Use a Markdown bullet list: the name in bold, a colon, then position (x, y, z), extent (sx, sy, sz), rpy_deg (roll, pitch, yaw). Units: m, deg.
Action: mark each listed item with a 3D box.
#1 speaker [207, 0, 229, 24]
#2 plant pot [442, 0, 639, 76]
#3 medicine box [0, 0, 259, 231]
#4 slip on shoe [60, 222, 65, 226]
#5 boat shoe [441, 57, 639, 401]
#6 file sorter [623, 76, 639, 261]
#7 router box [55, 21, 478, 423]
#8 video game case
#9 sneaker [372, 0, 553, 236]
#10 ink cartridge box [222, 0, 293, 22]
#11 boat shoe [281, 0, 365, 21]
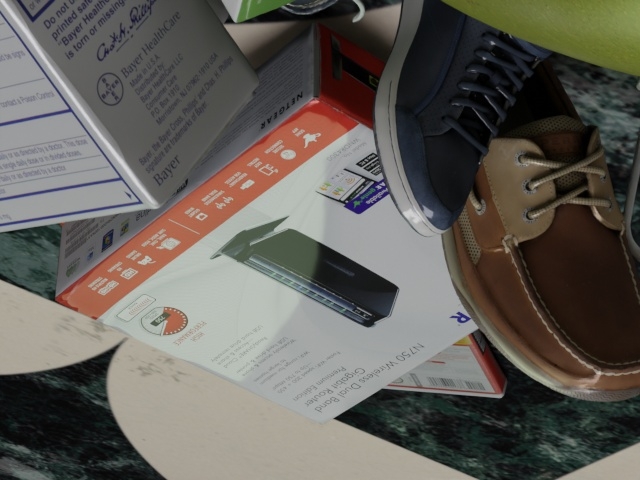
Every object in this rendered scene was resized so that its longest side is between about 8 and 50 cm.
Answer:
- **speaker**: position (-0.114, -0.207, 1.391), extent (0.055, 0.055, 0.136), rpy_deg (3, 150, 23)
- **plant pot**: position (0.173, -0.206, 1.057), extent (0.275, 0.274, 0.293), rpy_deg (33, 164, -30)
- **medicine box**: position (-0.237, -0.159, 1.344), extent (0.263, 0.149, 0.289), rpy_deg (-7, 126, 44)
- **slip on shoe**: position (-0.197, -0.053, 1.672), extent (0.101, 0.123, 0.331), rpy_deg (19, 153, 25)
- **boat shoe**: position (0.146, -0.035, 1.329), extent (0.123, 0.324, 0.116), rpy_deg (-11, 146, -25)
- **file sorter**: position (0.327, -0.089, 1.252), extent (0.193, 0.173, 0.277), rpy_deg (17, 153, -1)
- **router box**: position (0.000, 0.000, 1.569), extent (0.301, 0.082, 0.335), rpy_deg (28, 134, -31)
- **video game case**: position (0.052, 0.075, 1.866), extent (0.204, 0.025, 0.285), rpy_deg (3, 151, 24)
- **sneaker**: position (0.125, -0.118, 1.252), extent (0.163, 0.226, 0.086), rpy_deg (-12, 148, 37)
- **ink cartridge box**: position (-0.075, -0.257, 1.219), extent (0.209, 0.062, 0.109), rpy_deg (57, 158, 16)
- **boat shoe**: position (0.017, -0.212, 1.285), extent (0.095, 0.079, 0.254), rpy_deg (23, 152, -17)
